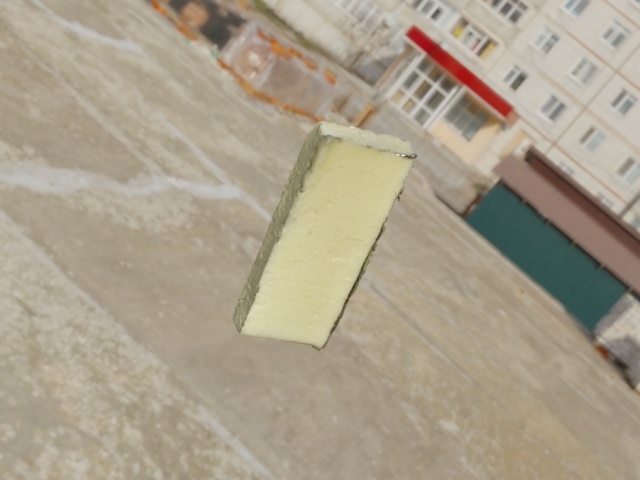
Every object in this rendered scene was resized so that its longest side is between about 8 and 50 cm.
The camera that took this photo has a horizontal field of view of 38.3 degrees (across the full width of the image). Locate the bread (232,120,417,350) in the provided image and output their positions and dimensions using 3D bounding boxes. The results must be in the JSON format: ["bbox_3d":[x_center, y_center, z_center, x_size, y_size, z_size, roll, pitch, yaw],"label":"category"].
[{"bbox_3d":[0.000,0.000,0.581,0.068,0.154,0.028,11,26,-28],"label":"bread"}]
